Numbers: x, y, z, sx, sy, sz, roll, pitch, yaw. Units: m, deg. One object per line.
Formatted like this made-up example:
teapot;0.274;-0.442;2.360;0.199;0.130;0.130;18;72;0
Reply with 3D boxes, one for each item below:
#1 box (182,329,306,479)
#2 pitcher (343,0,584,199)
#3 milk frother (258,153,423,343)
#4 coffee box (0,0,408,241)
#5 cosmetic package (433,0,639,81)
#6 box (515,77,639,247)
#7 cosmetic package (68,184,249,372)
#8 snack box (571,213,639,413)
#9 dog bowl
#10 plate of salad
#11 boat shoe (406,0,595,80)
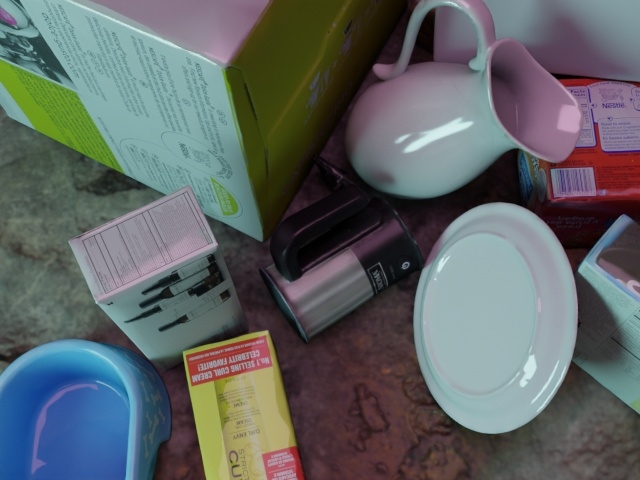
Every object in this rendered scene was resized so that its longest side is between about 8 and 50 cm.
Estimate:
box;-0.056;0.202;0.760;0.087;0.058;0.232;-13;68;-2
pitcher;0.102;-0.126;0.777;0.125;0.207;0.177;-48;111;-32
milk frother;0.000;0.000;0.831;0.135;0.129;0.143;-31;28;-11
coffee box;-0.122;-0.257;0.797;0.334;0.338;0.337;26;72;11
cosmetic package;0.232;-0.277;0.803;0.224;0.138;0.224;8;55;10
box;0.325;-0.072;0.823;0.257;0.122;0.128;-2;69;1
cosmetic package;-0.124;0.044;0.729;0.099;0.239;0.060;-24;71;-7
snack box;0.338;0.129;0.708;0.322;0.187;0.060;40;74;15
dog bowl;-0.221;0.223;0.750;0.166;0.074;0.297;-1;67;1
plate of salad;0.152;0.067;0.756;0.048;0.200;0.199;8;64;-33
boat shoe;0.232;-0.215;0.897;0.277;0.098;0.096;26;72;13
